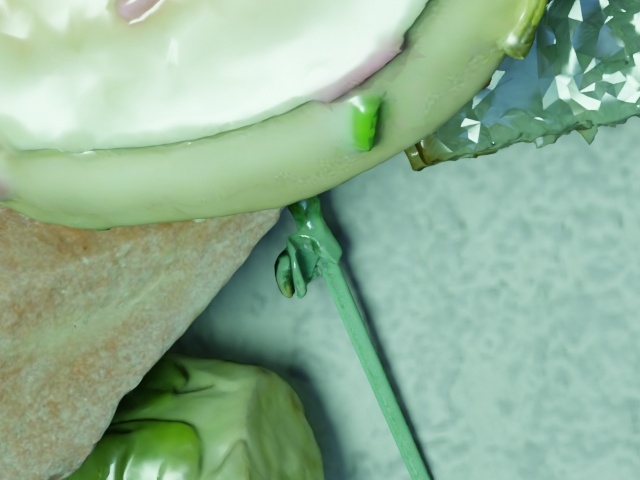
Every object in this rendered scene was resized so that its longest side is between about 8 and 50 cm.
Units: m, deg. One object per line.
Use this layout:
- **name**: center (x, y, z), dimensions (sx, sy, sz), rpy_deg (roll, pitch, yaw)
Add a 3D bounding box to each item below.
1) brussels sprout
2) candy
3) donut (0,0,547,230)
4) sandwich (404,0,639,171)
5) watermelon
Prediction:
- **brussels sprout**: center (-0.087, 0.135, 0.867), dimensions (0.180, 0.144, 0.161), rpy_deg (-10, 63, 25)
- **candy**: center (-0.001, 0.000, 0.867), dimensions (0.078, 0.084, 0.288), rpy_deg (-25, 106, -9)
- **donut**: center (-0.035, -0.183, 0.655), dimensions (0.307, 0.150, 0.371), rpy_deg (16, 96, 13)
- **sandwich**: center (0.158, -0.186, 0.756), dimensions (0.325, 0.131, 0.262), rpy_deg (-15, 96, 13)
- **watermelon**: center (-0.184, -0.019, 0.767), dimensions (0.292, 0.283, 0.250), rpy_deg (-42, 121, 11)
